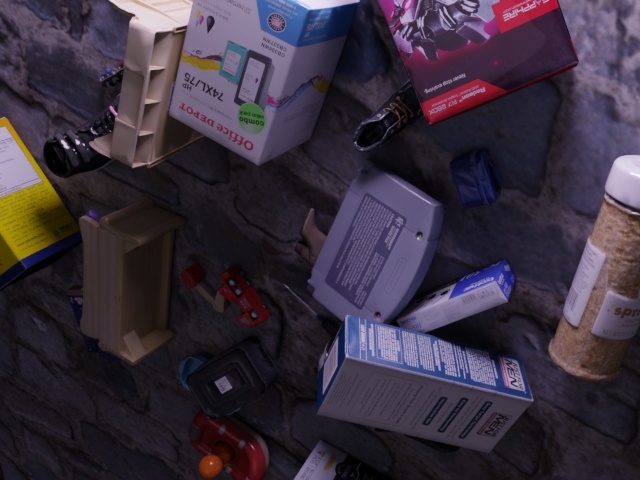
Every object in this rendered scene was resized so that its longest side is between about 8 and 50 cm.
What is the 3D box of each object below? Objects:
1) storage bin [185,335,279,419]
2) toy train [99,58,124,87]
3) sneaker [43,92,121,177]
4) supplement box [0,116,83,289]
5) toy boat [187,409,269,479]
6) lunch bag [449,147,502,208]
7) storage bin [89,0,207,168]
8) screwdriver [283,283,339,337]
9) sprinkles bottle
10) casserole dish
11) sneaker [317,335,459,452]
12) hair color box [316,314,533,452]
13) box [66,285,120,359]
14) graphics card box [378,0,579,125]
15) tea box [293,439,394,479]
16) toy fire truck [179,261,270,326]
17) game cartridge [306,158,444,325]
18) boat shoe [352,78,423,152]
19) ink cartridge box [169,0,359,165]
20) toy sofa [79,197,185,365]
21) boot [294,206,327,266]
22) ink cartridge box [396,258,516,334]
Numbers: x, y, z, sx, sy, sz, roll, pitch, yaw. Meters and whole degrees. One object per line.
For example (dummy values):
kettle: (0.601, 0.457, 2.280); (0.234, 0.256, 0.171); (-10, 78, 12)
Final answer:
storage bin: (-0.202, 0.316, 1.421); (0.180, 0.084, 0.122); (-32, 90, 20)
toy train: (-0.404, -0.359, 1.279); (0.158, 0.027, 0.036); (-17, 100, 32)
sneaker: (-0.472, -0.219, 1.306); (0.295, 0.147, 0.105); (-31, 94, 33)
supplement box: (-0.783, -0.083, 1.498); (0.195, 0.194, 0.357); (-27, 98, 33)
toy boat: (-0.243, 0.532, 1.527); (0.231, 0.151, 0.151); (32, 123, 11)
lunch bag: (0.264, -0.101, 1.029); (0.065, 0.067, 0.098); (-14, 106, 32)
storage bin: (-0.283, -0.293, 1.109); (0.123, 0.260, 0.262); (27, 122, 9)
screwdriver: (-0.019, 0.153, 1.319); (0.170, 0.024, 0.025); (38, 95, 9)
sprinkles bottle: (0.464, 0.051, 0.965); (0.121, 0.121, 0.355); (18, 120, 19)
casserole dish: (-0.265, 0.351, 1.526); (0.188, 0.037, 0.114); (31, 123, 12)
sneaker: (0.138, 0.329, 1.276); (0.330, 0.122, 0.146); (34, 141, 8)
hair color box: (0.182, 0.266, 1.128); (0.347, 0.105, 0.174); (16, 128, -9)
box: (-0.580, 0.227, 1.632); (0.136, 0.036, 0.225); (-2, 112, 28)
graphics card box: (0.199, -0.382, 0.899); (0.232, 0.094, 0.371); (-20, 101, 21)
tea box: (0.046, 0.679, 1.339); (0.323, 0.329, 0.220); (24, 121, 16)
toy fire truck: (-0.215, 0.121, 1.388); (0.135, 0.047, 0.192); (-30, 98, 34)
game cartridge: (0.100, 0.025, 1.130); (0.196, 0.060, 0.294); (39, 118, 31)
boat shoe: (0.132, -0.213, 1.036); (0.065, 0.083, 0.183); (48, 124, 0)
ink cartridge box: (-0.097, -0.307, 1.042); (0.198, 0.197, 0.270); (30, 123, 13)
toy sofa: (-0.437, 0.088, 1.426); (0.177, 0.150, 0.363); (24, 121, 21)
boot: (0.000, 0.000, 1.232); (0.087, 0.042, 0.118); (24, 122, 9)
ink cartridge box: (0.245, 0.106, 1.116); (0.207, 0.097, 0.046); (-28, 98, 33)
